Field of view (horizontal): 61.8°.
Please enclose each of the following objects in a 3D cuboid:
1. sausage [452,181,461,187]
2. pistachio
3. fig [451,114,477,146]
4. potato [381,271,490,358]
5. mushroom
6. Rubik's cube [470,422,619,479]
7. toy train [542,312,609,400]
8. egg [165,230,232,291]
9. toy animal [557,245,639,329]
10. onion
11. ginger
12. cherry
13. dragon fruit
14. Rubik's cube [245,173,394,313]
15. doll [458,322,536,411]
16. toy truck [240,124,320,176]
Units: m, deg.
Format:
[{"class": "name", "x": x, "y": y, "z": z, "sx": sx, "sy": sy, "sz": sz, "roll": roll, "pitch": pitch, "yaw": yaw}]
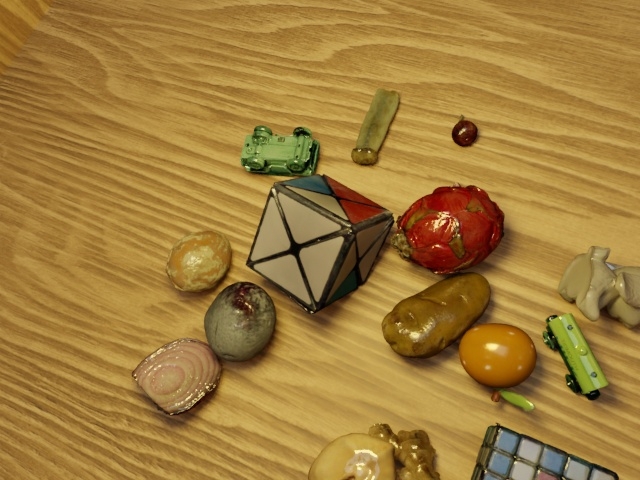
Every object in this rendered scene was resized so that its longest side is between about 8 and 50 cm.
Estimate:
[{"class": "sausage", "x": 0.478, "y": -0.127, "z": 1.782, "sx": 0.035, "sy": 0.030, "sz": 0.147, "roll": -21, "pitch": 67, "yaw": 4}, {"class": "pistachio", "x": 0.090, "y": 0.646, "z": 1.453, "sx": 0.230, "sy": 0.309, "sz": 0.230, "roll": 15, "pitch": 43, "yaw": -14}, {"class": "fig", "x": 0.493, "y": -0.386, "z": 1.858, "sx": 0.089, "sy": 0.089, "sz": 0.125, "roll": -13, "pitch": 42, "yaw": 8}, {"class": "potato", "x": 0.358, "y": 0.220, "z": 1.612, "sx": 0.369, "sy": 0.195, "sz": 0.176, "roll": -31, "pitch": 90, "yaw": -10}, {"class": "mushroom", "x": 0.198, "y": -0.407, "z": 1.924, "sx": 0.100, "sy": 0.081, "sz": 0.312, "roll": 17, "pitch": 70, "yaw": 14}, {"class": "Rubik's cube", "x": 0.526, "y": 0.655, "z": 1.344, "sx": 0.287, "sy": 0.292, "sz": 0.293, "roll": 19, "pitch": 74, "yaw": 19}, {"class": "toy train", "x": 0.714, "y": 0.320, "z": 1.497, "sx": 0.105, "sy": 0.157, "sz": 0.253, "roll": -21, "pitch": 68, "yaw": 4}, {"class": "egg", "x": -0.405, "y": 0.069, "z": 1.812, "sx": 0.203, "sy": 0.203, "sz": 0.245, "roll": 31, "pitch": 55, "yaw": 21}, {"class": "toy animal", "x": 0.849, "y": 0.140, "z": 1.505, "sx": 0.265, "sy": 0.271, "sz": 0.206, "roll": 18, "pitch": 100, "yaw": 5}, {"class": "onion", "x": -0.445, "y": 0.449, "z": 1.741, "sx": 0.247, "sy": 0.111, "sz": 0.250, "roll": -36, "pitch": 54, "yaw": -27}, {"class": "ginger", "x": 0.271, "y": 0.619, "z": 1.492, "sx": 0.148, "sy": 0.081, "sz": 0.334, "roll": -12, "pitch": 32, "yaw": -25}, {"class": "cherry", "x": -0.252, "y": 0.254, "z": 1.692, "sx": 0.218, "sy": 0.296, "sz": 0.255, "roll": 25, "pitch": 71, "yaw": -9}, {"class": "dragon fruit", "x": 0.394, "y": -0.034, "z": 1.629, "sx": 0.342, "sy": 0.277, "sz": 0.277, "roll": -18, "pitch": 66, "yaw": -18}, {"class": "Rubik's cube", "x": 0.000, "y": 0.000, "z": 1.649, "sx": 0.307, "sy": 0.305, "sz": 0.310, "roll": 32, "pitch": 115, "yaw": 20}, {"class": "doll", "x": 0.500, "y": 0.353, "z": 1.517, "sx": 0.213, "sy": 0.213, "sz": 0.236, "roll": 0, "pitch": 81, "yaw": 12}, {"class": "toy truck", "x": -0.143, "y": -0.312, "z": 1.918, "sx": 0.279, "sy": 0.156, "sz": 0.155, "roll": 5, "pitch": 72, "yaw": 14}]
